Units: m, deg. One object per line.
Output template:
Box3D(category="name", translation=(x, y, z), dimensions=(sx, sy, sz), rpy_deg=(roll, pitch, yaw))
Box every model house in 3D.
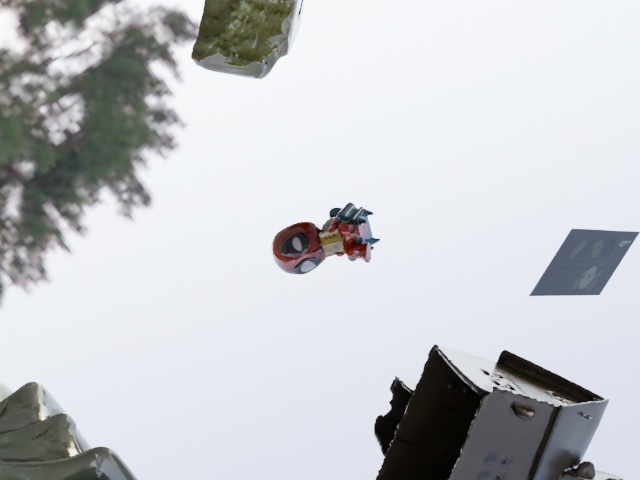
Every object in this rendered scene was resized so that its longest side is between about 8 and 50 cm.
Box3D(category="model house", translation=(0.194, 0.226, 1.334), dimensions=(0.211, 0.243, 0.204), rpy_deg=(-68, -159, 13))

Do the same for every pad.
Box3D(category="pad", translation=(0.409, 0.035, 2.051), dimensions=(0.004, 0.190, 0.127), rpy_deg=(46, -60, 36))

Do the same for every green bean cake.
Box3D(category="green bean cake", translation=(-0.088, -0.357, 1.802), dimensions=(0.124, 0.236, 0.233), rpy_deg=(11, -152, 4))

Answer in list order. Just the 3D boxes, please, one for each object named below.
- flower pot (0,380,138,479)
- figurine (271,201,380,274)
Box3D(category="flower pot", translation=(-0.291, 0.295, 1.275), dimensions=(0.254, 0.164, 0.367), rpy_deg=(-41, -145, -19))
Box3D(category="figurine", translation=(0.000, 0.000, 1.622), dimensions=(0.140, 0.068, 0.075), rpy_deg=(-9, -154, 25))
